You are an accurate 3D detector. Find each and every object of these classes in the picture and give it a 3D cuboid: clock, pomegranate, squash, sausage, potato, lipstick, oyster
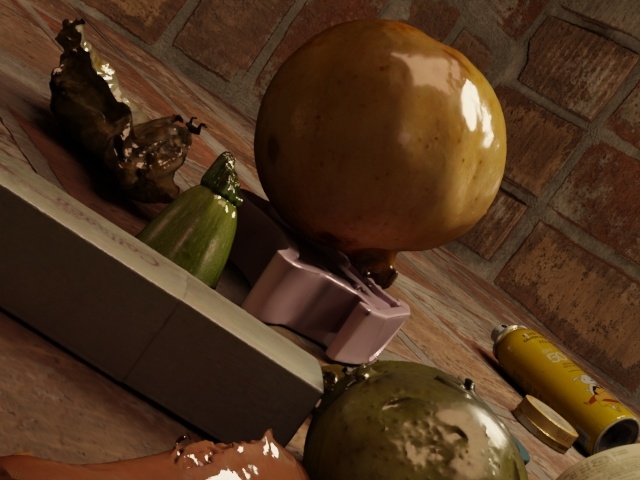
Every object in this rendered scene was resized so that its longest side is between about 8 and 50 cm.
[{"bbox_3d":[-0.035,0.042,1.114,0.275,0.080,0.290,37,7,12],"label":"clock"},{"bbox_3d":[0.072,-0.103,1.165,0.338,0.338,0.338,35,8,-6],"label":"pomegranate"},{"bbox_3d":[-0.119,-0.028,0.974,0.105,0.132,0.105,34,7,-5],"label":"squash"},{"bbox_3d":[-0.072,0.136,0.459,0.078,0.078,0.304,40,9,24],"label":"sausage"},{"bbox_3d":[0.070,0.159,0.660,0.169,0.143,0.248,51,9,8],"label":"potato"},{"bbox_3d":[-0.169,0.027,0.653,0.371,0.080,0.076,34,8,-10],"label":"lipstick"},{"bbox_3d":[-0.246,-0.152,1.163,0.198,0.133,0.337,31,12,-45],"label":"oyster"}]

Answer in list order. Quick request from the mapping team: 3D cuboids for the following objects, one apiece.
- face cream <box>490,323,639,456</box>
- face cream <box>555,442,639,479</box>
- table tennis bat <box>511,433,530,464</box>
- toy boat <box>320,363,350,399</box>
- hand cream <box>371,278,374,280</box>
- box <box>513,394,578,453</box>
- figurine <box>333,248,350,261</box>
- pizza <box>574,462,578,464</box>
[{"bbox_3d":[0.424,0.258,1.667,0.105,0.105,0.349,30,10,-36],"label":"face cream"},{"bbox_3d":[0.345,0.307,0.916,0.348,0.173,0.081,-78,150,-81],"label":"face cream"},{"bbox_3d":[0.226,0.247,1.232,0.100,0.019,0.155,30,12,-34],"label":"table tennis bat"},{"bbox_3d":[0.027,0.157,0.831,0.149,0.049,0.047,41,-21,41],"label":"toy boat"},{"bbox_3d":[0.063,0.053,1.580,0.067,0.042,0.194,32,5,-15],"label":"hand cream"},{"bbox_3d":[0.357,0.290,1.452,0.105,0.037,0.105,35,8,-5],"label":"box"},{"bbox_3d":[0.000,0.000,1.369,0.138,0.125,0.125,24,11,-12],"label":"figurine"},{"bbox_3d":[0.465,0.381,1.310,0.201,0.053,0.193,28,5,29],"label":"pizza"}]
